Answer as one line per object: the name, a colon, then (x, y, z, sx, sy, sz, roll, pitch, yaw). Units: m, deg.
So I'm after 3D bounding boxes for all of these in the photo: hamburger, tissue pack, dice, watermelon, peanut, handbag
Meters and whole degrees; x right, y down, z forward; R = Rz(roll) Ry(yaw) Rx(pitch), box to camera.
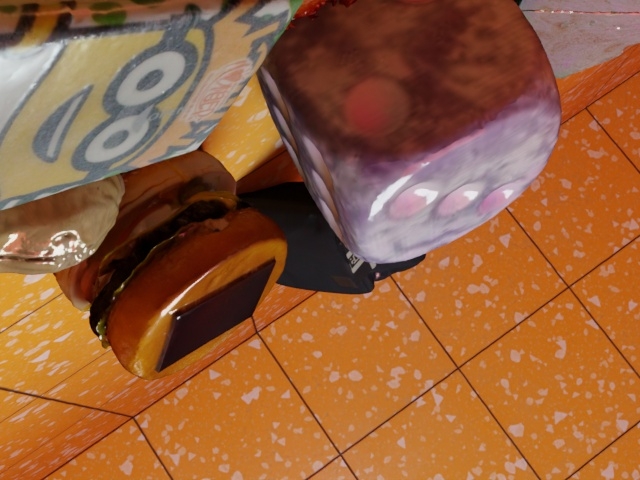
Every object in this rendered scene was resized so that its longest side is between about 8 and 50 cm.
hamburger: (-0.198, 0.022, 1.002, 0.291, 0.225, 0.291, -40, 165, -13)
tissue pack: (-0.188, -0.141, 0.607, 0.311, 0.128, 0.228, -24, 166, -44)
dice: (0.097, -0.154, 0.927, 0.271, 0.270, 0.270, -28, 156, -5)
watermelon: (0.371, -0.408, 1.060, 0.292, 0.222, 0.319, -14, 157, 39)
peanut: (-0.312, -0.018, 0.761, 0.290, 0.130, 0.130, -20, 161, -48)
handbag: (0.001, 0.003, 1.328, 0.302, 0.178, 0.275, 6, -165, 32)

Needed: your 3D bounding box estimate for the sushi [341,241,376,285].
sushi: (0.106, -0.058, 1.150, 0.192, 0.050, 0.215, -45, 137, -25)

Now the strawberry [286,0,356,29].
strawberry: (-0.021, -0.258, 0.731, 0.145, 0.086, 0.145, -33, 167, -9)
